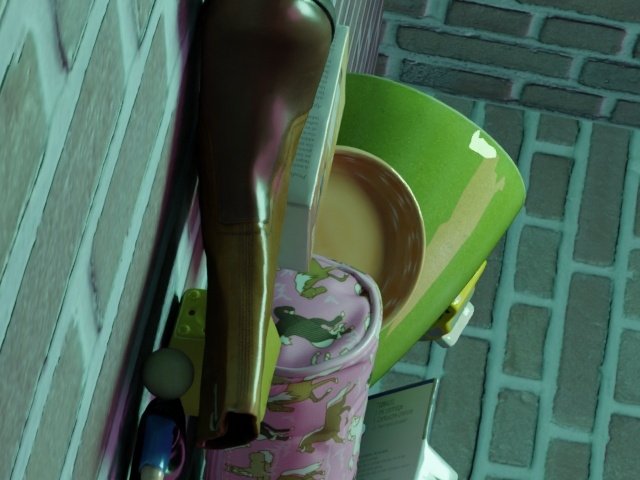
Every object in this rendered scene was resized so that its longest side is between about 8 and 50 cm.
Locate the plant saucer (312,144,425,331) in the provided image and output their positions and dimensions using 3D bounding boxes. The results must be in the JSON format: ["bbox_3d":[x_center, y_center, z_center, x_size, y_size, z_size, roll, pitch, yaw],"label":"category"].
[{"bbox_3d":[0.005,0.006,1.708,0.037,0.200,0.200,-164,-96,-68],"label":"plant saucer"}]

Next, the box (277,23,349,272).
[{"bbox_3d":[-0.036,-0.081,1.444,0.130,0.091,0.170,94,7,-66],"label":"box"}]

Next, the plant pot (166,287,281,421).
[{"bbox_3d":[-0.080,0.082,1.355,0.083,0.081,0.081,83,16,-52],"label":"plant pot"}]

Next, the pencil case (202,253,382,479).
[{"bbox_3d":[-0.039,0.180,1.656,0.167,0.160,0.386,-72,173,-45],"label":"pencil case"}]

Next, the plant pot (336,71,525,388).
[{"bbox_3d":[0.033,0.021,1.862,0.293,0.275,0.275,-62,170,-21],"label":"plant pot"}]

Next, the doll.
[{"bbox_3d":[-0.118,0.169,1.241,0.129,0.046,0.189,-39,140,-87],"label":"doll"}]

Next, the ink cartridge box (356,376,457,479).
[{"bbox_3d":[0.016,0.319,1.857,0.303,0.072,0.307,-22,-139,52],"label":"ink cartridge box"}]

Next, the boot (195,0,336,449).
[{"bbox_3d":[-0.057,-0.015,1.202,0.264,0.096,0.280,124,-27,-65],"label":"boot"}]

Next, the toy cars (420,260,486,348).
[{"bbox_3d":[0.061,0.143,2.069,0.393,0.087,0.176,-42,-165,18],"label":"toy cars"}]
